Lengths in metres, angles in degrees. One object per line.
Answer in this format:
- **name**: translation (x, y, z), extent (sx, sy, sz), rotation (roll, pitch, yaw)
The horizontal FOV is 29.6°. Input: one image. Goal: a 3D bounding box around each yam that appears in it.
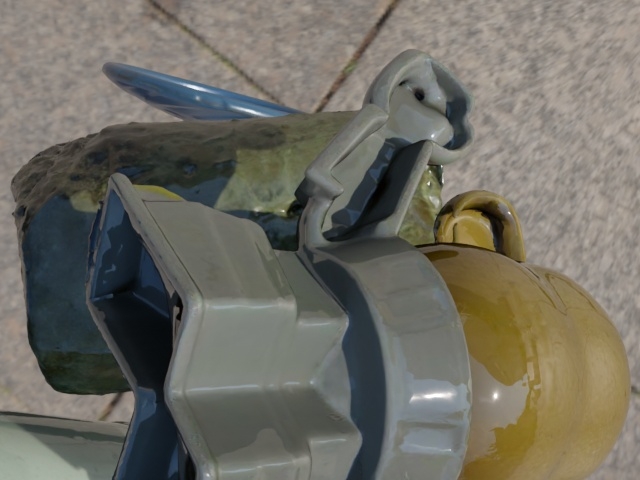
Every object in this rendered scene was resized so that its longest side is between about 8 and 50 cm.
- **yam**: translation (-0.063, 0.007, 0.861), extent (0.300, 0.195, 0.195), rotation (-4, 102, -2)

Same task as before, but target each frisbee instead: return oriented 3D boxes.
- **frisbee**: translation (-0.128, -0.159, 1.482), extent (0.289, 0.289, 0.049), rotation (18, 98, 14)

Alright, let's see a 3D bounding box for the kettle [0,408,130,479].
- **kettle**: translation (-0.282, 0.241, 0.916), extent (0.265, 0.318, 0.205), rotation (-49, 57, 19)

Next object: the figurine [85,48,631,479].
- **figurine**: translation (0.037, 0.075, 0.623), extent (0.167, 0.284, 0.343), rotation (20, 109, 60)

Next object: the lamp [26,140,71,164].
- **lamp**: translation (-0.346, -0.047, 1.698), extent (0.147, 0.172, 0.227), rotation (-9, 125, -4)
